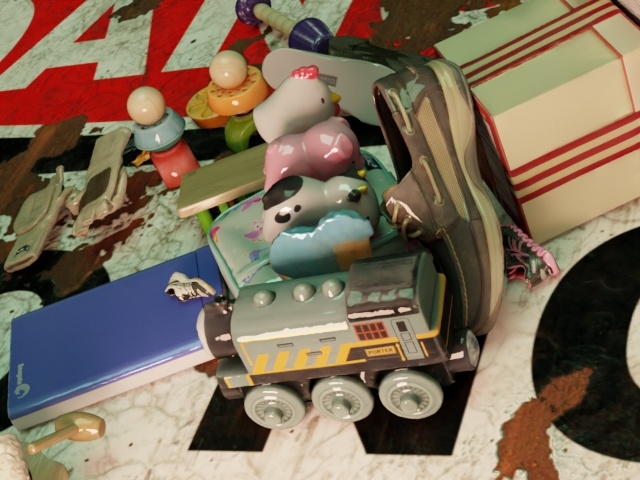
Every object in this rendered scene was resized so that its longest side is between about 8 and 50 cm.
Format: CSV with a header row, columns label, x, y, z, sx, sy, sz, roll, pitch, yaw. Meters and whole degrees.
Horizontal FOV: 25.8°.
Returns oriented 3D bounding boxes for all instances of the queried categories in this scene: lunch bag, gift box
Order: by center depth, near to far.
label,x,y,z,sx,sy,sz,roll,pitch,yaw
gift box,0.322,-0.187,1.809,0.258,0.276,0.255,-25,42,-3
lunch bag,0.000,0.000,1.885,0.279,0.108,0.224,-27,37,-4

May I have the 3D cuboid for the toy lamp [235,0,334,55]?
label,x,y,z,sx,sy,sz,roll,pitch,yaw
toy lamp,-0.057,-0.365,2.392,0.080,0.080,0.274,-35,35,-14

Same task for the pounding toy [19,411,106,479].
label,x,y,z,sx,sy,sz,roll,pitch,yaw
pounding toy,-0.385,0.303,1.687,0.154,0.155,0.269,3,42,27

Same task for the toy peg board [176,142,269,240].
label,x,y,z,sx,sy,sz,roll,pitch,yaw
toy peg board,-0.122,-0.067,2.079,0.161,0.079,0.161,-20,21,5

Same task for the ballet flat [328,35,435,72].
label,x,y,z,sx,sy,sz,roll,pitch,yaw
ballet flat,0.106,-0.269,2.210,0.249,0.058,0.084,24,36,38

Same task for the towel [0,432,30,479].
label,x,y,z,sx,sy,sz,roll,pitch,yaw
towel,-0.440,0.355,1.561,0.282,0.049,0.187,-24,67,-6

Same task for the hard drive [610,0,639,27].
label,x,y,z,sx,sy,sz,roll,pitch,yaw
hard drive,0.449,-0.269,1.778,0.064,0.339,0.237,-41,37,9

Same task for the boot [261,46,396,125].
label,x,y,z,sx,sy,sz,roll,pitch,yaw
boot,0.044,-0.245,2.176,0.258,0.095,0.123,20,12,13

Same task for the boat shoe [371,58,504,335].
label,x,y,z,sx,sy,sz,roll,pitch,yaw
boat shoe,0.136,-0.049,1.737,0.130,0.132,0.356,-8,75,-10

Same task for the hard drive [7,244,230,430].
label,x,y,z,sx,sy,sz,roll,pitch,yaw
hard drive,-0.279,0.129,1.936,0.318,0.040,0.210,-21,37,5

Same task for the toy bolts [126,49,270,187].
label,x,y,z,sx,sy,sz,roll,pitch,yaw
toy bolts,-0.206,-0.221,2.227,0.228,0.158,0.218,-32,37,-11

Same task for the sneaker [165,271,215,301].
label,x,y,z,sx,sy,sz,roll,pitch,yaw
sneaker,-0.177,0.070,1.899,0.083,0.032,0.037,12,63,44

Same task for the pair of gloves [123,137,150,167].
label,x,y,z,sx,sy,sz,roll,pitch,yaw
pair of gloves,-0.295,-0.155,2.320,0.074,0.010,0.083,-36,38,-15

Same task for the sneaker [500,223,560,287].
label,x,y,z,sx,sy,sz,roll,pitch,yaw
sneaker,0.251,0.022,1.780,0.057,0.047,0.119,-42,38,-5

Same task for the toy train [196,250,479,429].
label,x,y,z,sx,sy,sz,roll,pitch,yaw
toy train,0.016,0.117,1.664,0.333,0.190,0.142,-8,39,20

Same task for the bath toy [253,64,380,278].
label,x,y,z,sx,sy,sz,roll,pitch,yaw
bath toy,-0.005,-0.101,1.817,0.151,0.129,0.348,9,40,-17

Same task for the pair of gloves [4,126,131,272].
label,x,y,z,sx,sy,sz,roll,pitch,yaw
pair of gloves,-0.389,-0.060,2.193,0.240,0.042,0.204,-29,37,26
